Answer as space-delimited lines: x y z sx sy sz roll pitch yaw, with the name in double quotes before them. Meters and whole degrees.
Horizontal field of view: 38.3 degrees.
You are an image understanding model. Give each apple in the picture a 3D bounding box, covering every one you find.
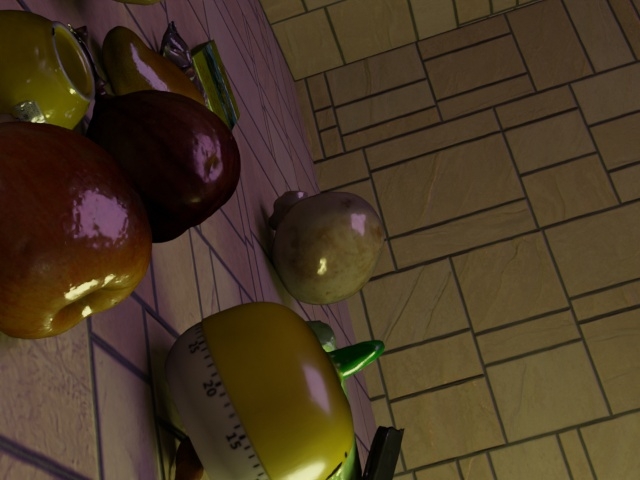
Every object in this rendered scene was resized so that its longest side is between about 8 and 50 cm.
"apple" -0.238 -0.015 0.803 0.173 0.160 0.195 52 -4 11

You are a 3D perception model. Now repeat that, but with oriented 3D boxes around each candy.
"candy" -0.004 0.322 1.732 0.142 0.131 0.344 -60 143 -68

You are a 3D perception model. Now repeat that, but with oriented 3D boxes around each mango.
"mango" -0.252 -0.227 1.381 0.227 0.099 0.136 49 28 -54

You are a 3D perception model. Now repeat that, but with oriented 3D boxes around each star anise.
"star anise" -0.255 -0.302 1.694 0.195 0.065 0.182 60 10 -48

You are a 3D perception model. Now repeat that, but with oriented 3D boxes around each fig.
"fig" -0.223 -0.119 1.143 0.249 0.186 0.204 41 21 4

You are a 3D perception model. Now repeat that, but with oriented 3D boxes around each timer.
"timer" -0.037 0.189 1.186 0.285 0.285 0.285 -17 90 -83

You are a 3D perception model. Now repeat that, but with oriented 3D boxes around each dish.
"dish" -0.292 -0.178 0.990 0.208 0.080 0.149 56 19 -64

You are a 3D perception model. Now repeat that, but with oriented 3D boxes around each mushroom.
"mushroom" 0.000 0.000 2.253 0.290 0.297 0.298 45 -17 46

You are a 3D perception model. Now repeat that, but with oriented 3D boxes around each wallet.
"wallet" 0.088 0.532 1.753 0.197 0.051 0.378 56 49 -70

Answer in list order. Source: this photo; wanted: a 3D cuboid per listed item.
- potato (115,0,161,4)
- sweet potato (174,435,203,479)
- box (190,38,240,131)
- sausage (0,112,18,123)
"potato" -0.289 -0.451 1.298 0.246 0.196 0.300 45 52 -32
"sweet potato" -0.160 0.276 1.098 0.179 0.044 0.044 -85 157 -75
"box" -0.234 -0.317 1.958 0.335 0.047 0.187 -89 160 -72
"sausage" -0.295 -0.086 0.936 0.107 0.031 0.031 63 12 -56
